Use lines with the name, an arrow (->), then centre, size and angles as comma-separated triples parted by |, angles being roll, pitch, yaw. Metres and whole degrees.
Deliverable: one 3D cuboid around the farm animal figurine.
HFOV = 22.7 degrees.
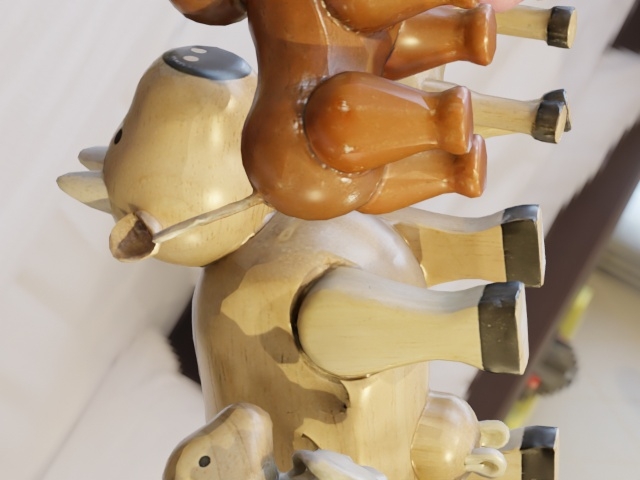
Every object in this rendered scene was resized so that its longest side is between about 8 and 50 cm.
farm animal figurine -> 0.000, 0.000, 0.618 | 0.330, 0.172, 0.326 | -25, 113, -73
